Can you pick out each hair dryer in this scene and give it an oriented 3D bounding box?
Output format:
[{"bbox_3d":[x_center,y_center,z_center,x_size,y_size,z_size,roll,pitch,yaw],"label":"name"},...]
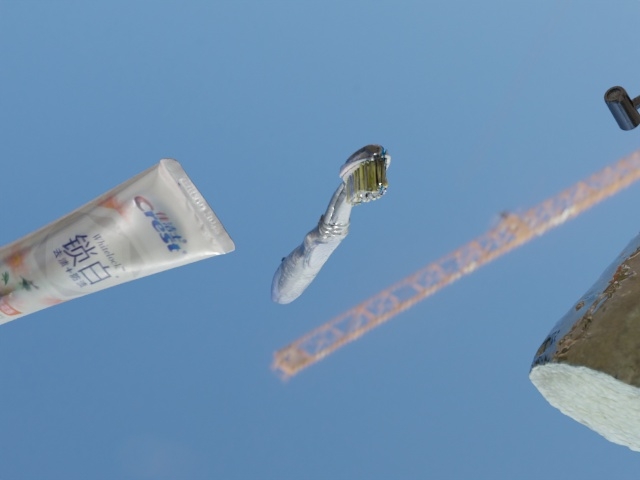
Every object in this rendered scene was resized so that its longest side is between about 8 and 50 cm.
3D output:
[{"bbox_3d":[0.342,-0.152,1.479,0.047,0.083,0.026,50,-160,-38],"label":"hair dryer"}]

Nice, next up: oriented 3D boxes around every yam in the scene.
[{"bbox_3d":[0.254,0.007,0.847,0.133,0.133,0.330,35,-122,11],"label":"yam"}]

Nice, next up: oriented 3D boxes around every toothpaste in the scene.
[{"bbox_3d":[-0.228,0.018,1.249,0.100,0.323,0.066,57,-150,-21],"label":"toothpaste"}]

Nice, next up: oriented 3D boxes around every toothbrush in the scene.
[{"bbox_3d":[0.000,0.000,1.247,0.035,0.413,0.042,5,-107,-11],"label":"toothbrush"}]
